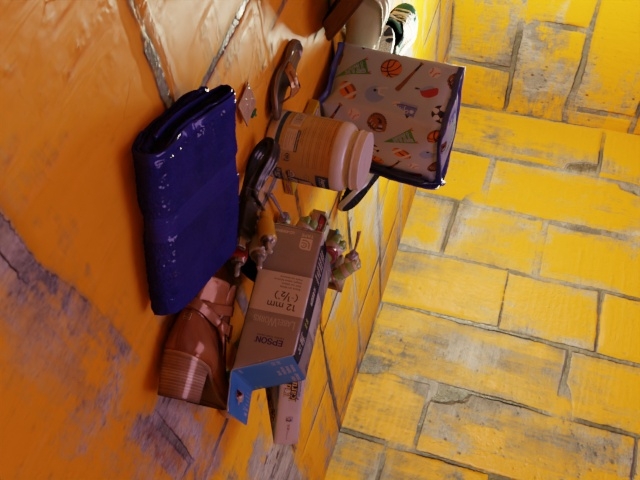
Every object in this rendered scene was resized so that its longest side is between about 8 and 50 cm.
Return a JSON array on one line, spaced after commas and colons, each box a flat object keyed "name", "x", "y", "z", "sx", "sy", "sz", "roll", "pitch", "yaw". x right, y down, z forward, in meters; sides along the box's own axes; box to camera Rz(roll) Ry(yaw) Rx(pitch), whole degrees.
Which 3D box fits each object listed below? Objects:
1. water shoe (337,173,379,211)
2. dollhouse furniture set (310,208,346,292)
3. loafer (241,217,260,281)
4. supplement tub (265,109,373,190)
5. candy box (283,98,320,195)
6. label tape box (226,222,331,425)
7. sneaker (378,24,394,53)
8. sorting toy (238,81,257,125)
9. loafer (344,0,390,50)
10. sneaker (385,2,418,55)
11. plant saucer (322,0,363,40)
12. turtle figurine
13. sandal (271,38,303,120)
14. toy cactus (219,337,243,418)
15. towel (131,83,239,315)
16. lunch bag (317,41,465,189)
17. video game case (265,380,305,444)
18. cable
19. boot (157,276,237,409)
[{"name": "water shoe", "x": 0.109, "y": -0.177, "z": 2.334, "sx": 0.203, "sy": 0.080, "sz": 0.073, "roll": -49, "pitch": 158, "yaw": -8}, {"name": "dollhouse furniture set", "x": 0.014, "y": 0.016, "z": 1.986, "sx": 0.129, "sy": 0.130, "sz": 0.183, "roll": 70, "pitch": 37, "yaw": -67}, {"name": "loafer", "x": -0.124, "y": 0.024, "z": 1.538, "sx": 0.078, "sy": 0.076, "sz": 0.223, "roll": -60, "pitch": 158, "yaw": -24}, {"name": "supplement tub", "x": -0.003, "y": -0.181, "z": 1.568, "sx": 0.144, "sy": 0.200, "sz": 0.144, "roll": 13, "pitch": 90, "yaw": -76}, {"name": "candy box", "x": -0.042, "y": -0.214, "z": 1.753, "sx": 0.105, "sy": 0.027, "sz": 0.205, "roll": 87, "pitch": 21, "yaw": -59}, {"name": "label tape box", "x": -0.072, "y": 0.173, "z": 1.442, "sx": 0.249, "sy": 0.115, "sz": 0.347, "roll": 79, "pitch": 21, "yaw": -70}, {"name": "sneaker", "x": 0.156, "y": -0.484, "z": 2.167, "sx": 0.153, "sy": 0.094, "sz": 0.234, "roll": -21, "pitch": 124, "yaw": -76}, {"name": "sorting toy", "x": -0.132, "y": -0.239, "z": 1.387, "sx": 0.083, "sy": 0.012, "sz": 0.062, "roll": 70, "pitch": 31, "yaw": -61}, {"name": "loafer", "x": 0.111, "y": -0.523, "z": 1.903, "sx": 0.268, "sy": 0.102, "sz": 0.092, "roll": 88, "pitch": 18, "yaw": -61}, {"name": "sneaker", "x": 0.224, "y": -0.626, "z": 2.273, "sx": 0.121, "sy": 0.108, "sz": 0.302, "roll": 92, "pitch": 19, "yaw": -55}, {"name": "plant saucer", "x": 0.086, "y": -0.558, "z": 1.661, "sx": 0.277, "sy": 0.041, "sz": 0.278, "roll": -52, "pitch": -167, "yaw": 17}, {"name": "turtle figurine", "x": 0.000, "y": 0.000, "z": 1.749, "sx": 0.266, "sy": 0.198, "sz": 0.274, "roll": -70, "pitch": 160, "yaw": -72}, {"name": "sandal", "x": -0.059, "y": -0.323, "z": 1.524, "sx": 0.072, "sy": 0.049, "sz": 0.180, "roll": 73, "pitch": 33, "yaw": -65}, {"name": "toy cactus", "x": -0.162, "y": 0.297, "z": 1.637, "sx": 0.219, "sy": 0.112, "sz": 0.180, "roll": -65, "pitch": 176, "yaw": -78}, {"name": "towel", "x": -0.204, "y": -0.061, "z": 1.157, "sx": 0.227, "sy": 0.076, "sz": 0.308, "roll": -51, "pitch": 153, "yaw": -46}, {"name": "lunch bag", "x": 0.178, "y": -0.280, "z": 1.946, "sx": 0.385, "sy": 0.328, "sz": 0.238, "roll": 78, "pitch": 31, "yaw": -68}, {"name": "video game case", "x": -0.086, "y": 0.281, "z": 1.745, "sx": 0.269, "sy": 0.061, "sz": 0.244, "roll": -109, "pitch": -158, "yaw": -60}, {"name": "cable", "x": -0.125, "y": -0.059, "z": 1.413, "sx": 0.072, "sy": 0.140, "sz": 0.287, "roll": 37, "pitch": 41, "yaw": -29}, {"name": "boot", "x": -0.200, "y": 0.184, "z": 1.374, "sx": 0.283, "sy": 0.109, "sz": 0.220, "roll": 47, "pitch": 53, "yaw": -66}]
